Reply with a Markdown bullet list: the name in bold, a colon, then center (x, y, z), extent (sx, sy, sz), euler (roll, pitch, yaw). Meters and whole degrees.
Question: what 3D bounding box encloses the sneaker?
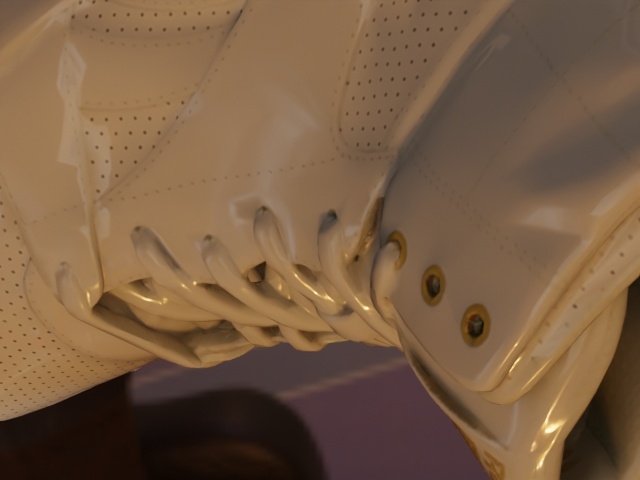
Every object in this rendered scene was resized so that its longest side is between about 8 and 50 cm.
- **sneaker**: center (0.000, 0.000, 0.410), extent (0.108, 0.292, 0.169), euler (27, 36, -43)
